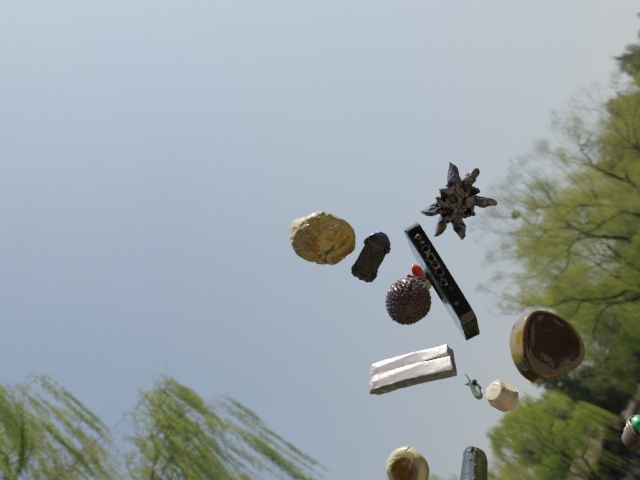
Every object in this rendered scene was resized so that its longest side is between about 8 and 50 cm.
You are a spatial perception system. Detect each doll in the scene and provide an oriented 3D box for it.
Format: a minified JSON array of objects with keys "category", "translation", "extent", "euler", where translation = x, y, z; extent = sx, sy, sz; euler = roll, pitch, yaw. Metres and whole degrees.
[{"category":"doll","translation":[0.482,0.181,2.620],"extent":[0.245,0.142,0.076],"euler":[73,-171,-53]}]

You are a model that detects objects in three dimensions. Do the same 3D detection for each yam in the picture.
[{"category":"yam","translation":[0.363,0.672,1.334],"extent":[0.371,0.083,0.083],"euler":[-65,-27,-49]}]

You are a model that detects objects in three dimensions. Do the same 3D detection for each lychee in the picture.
[{"category":"lychee","translation":[0.325,0.226,2.049],"extent":[0.188,0.188,0.188],"euler":[-29,-51,-43]}]

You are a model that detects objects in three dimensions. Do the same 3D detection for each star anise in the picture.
[{"category":"star anise","translation":[0.471,-0.133,1.908],"extent":[0.212,0.129,0.282],"euler":[36,-83,-17]}]

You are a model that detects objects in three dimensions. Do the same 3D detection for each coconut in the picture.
[{"category":"coconut","translation":[0.677,0.573,2.025],"extent":[0.124,0.110,0.110],"euler":[28,-97,-23]}]

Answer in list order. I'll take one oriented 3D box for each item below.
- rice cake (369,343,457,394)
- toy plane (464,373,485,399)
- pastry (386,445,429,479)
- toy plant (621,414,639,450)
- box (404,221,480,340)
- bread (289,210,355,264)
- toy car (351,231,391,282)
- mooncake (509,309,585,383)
[{"category":"rice cake","translation":[0.287,0.408,1.737],"extent":[0.050,0.298,0.106],"euler":[47,-146,-32]},{"category":"toy plane","translation":[0.504,0.481,1.793],"extent":[0.040,0.111,0.102],"euler":[-37,-73,1]},{"category":"pastry","translation":[0.310,0.803,1.939],"extent":[0.092,0.156,0.156],"euler":[5,-77,-57]},{"category":"toy plant","translation":[1.037,0.587,1.744],"extent":[0.143,0.105,0.200],"euler":[5,-53,-14]},{"category":"box","translation":[0.364,0.121,1.653],"extent":[0.058,0.350,0.211],"euler":[-28,-29,4]},{"category":"bread","translation":[0.000,0.000,1.860],"extent":[0.244,0.245,0.134],"euler":[46,-123,-53]},{"category":"toy car","translation":[0.189,0.057,2.034],"extent":[0.216,0.103,0.063],"euler":[-66,-4,28]},{"category":"mooncake","translation":[0.731,0.344,1.816],"extent":[0.235,0.235,0.117],"euler":[-50,-10,-26]}]
